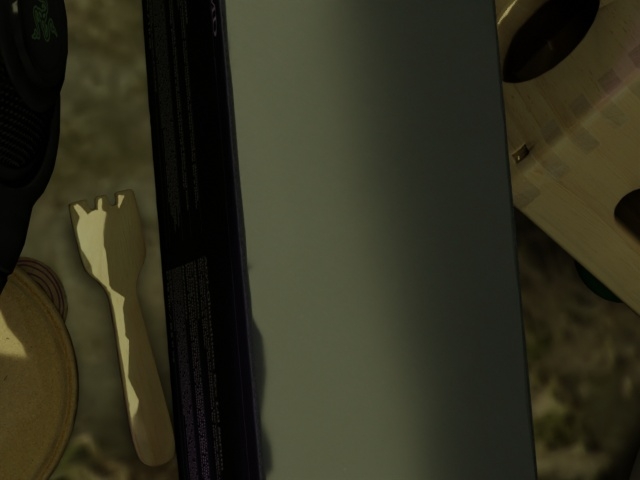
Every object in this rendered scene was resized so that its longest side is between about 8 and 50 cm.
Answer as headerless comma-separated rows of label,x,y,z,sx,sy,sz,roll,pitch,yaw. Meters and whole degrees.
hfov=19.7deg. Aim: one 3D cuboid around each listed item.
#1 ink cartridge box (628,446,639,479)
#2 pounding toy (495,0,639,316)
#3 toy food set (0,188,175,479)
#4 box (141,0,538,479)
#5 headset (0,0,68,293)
ink cartridge box,0.225,0.141,0.717,0.207,0.119,0.353,30,58,-6
pounding toy,0.090,-0.077,0.730,0.094,0.206,0.181,-42,124,15
toy food set,-0.159,0.055,0.731,0.192,0.038,0.132,-12,95,-17
box,0.000,0.000,0.687,0.103,0.184,0.261,-4,87,-11
headset,-0.185,-0.091,0.675,0.243,0.185,0.394,22,84,17
